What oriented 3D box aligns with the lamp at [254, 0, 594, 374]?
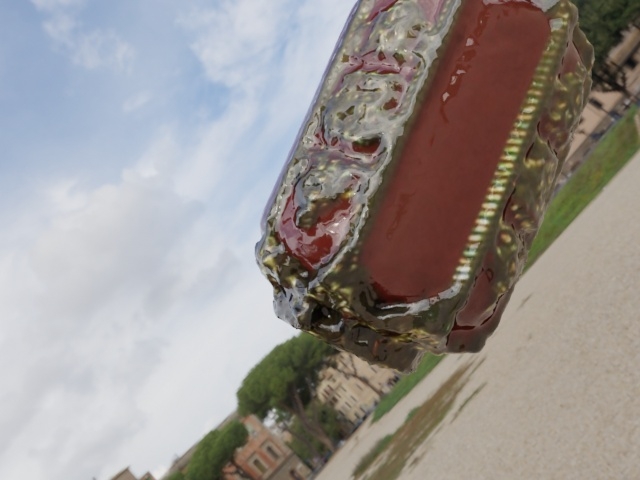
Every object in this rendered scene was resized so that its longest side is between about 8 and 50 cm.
[{"bbox_3d":[0.066,-0.054,0.425,0.177,0.177,0.274,47,-116,-76],"label":"lamp"}]
